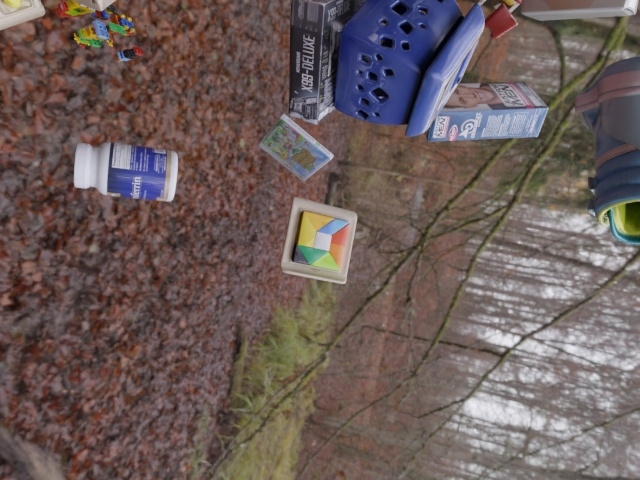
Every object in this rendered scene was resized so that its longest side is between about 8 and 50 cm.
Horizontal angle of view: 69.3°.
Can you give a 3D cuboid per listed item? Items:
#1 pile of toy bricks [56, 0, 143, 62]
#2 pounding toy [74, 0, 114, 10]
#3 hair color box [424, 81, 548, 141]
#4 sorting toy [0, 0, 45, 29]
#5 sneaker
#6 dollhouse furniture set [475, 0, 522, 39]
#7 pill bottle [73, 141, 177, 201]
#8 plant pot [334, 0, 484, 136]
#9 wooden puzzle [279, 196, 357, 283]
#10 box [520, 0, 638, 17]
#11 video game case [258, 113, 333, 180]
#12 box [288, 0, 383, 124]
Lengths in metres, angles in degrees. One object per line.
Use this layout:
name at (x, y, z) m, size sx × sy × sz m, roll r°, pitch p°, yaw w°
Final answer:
pile of toy bricks at (-0.501, -0.462, 1.042) m, size 0.212 × 0.105 × 0.118 m, roll -65°, pitch 141°, yaw -76°
pounding toy at (-0.396, -0.422, 0.687) m, size 0.094 × 0.206 × 0.181 m, roll 98°, pitch 18°, yaw -58°
hair color box at (0.482, -0.398, 1.419) m, size 0.174 × 0.346 × 0.105 m, roll -99°, pitch -173°, yaw -46°
sorting toy at (-0.708, -0.537, 0.974) m, size 0.347 × 0.047 × 0.196 m, roll -34°, pitch 147°, yaw -21°
sneaker at (0.406, -0.105, 0.611) m, size 0.319 × 0.127 × 0.208 m, roll -11°, pitch 101°, yaw -61°
dollhouse furniture set at (0.363, -0.611, 1.039) m, size 0.152 × 0.374 × 0.202 m, roll -30°, pitch -128°, yaw 46°
pill bottle at (-0.555, -0.199, 1.330) m, size 0.153 × 0.264 × 0.153 m, roll -175°, pitch -90°, yaw -68°
plant pot at (0.180, -0.368, 0.942) m, size 0.236 × 0.212 × 0.236 m, roll -55°, pitch 170°, yaw -18°
wooden puzzle at (0.000, 0.000, 1.428) m, size 0.044 × 0.220 × 0.239 m, roll 163°, pitch -62°, yaw -69°
box at (0.384, -0.479, 0.636) m, size 0.121 × 0.147 × 0.311 m, roll -25°, pitch 121°, yaw -49°
video game case at (-0.082, -0.282, 1.444) m, size 0.023 × 0.193 × 0.212 m, roll -59°, pitch -165°, yaw -24°
box at (0.043, -0.431, 1.013) m, size 0.307 × 0.076 × 0.243 m, roll -49°, pitch 155°, yaw -39°
